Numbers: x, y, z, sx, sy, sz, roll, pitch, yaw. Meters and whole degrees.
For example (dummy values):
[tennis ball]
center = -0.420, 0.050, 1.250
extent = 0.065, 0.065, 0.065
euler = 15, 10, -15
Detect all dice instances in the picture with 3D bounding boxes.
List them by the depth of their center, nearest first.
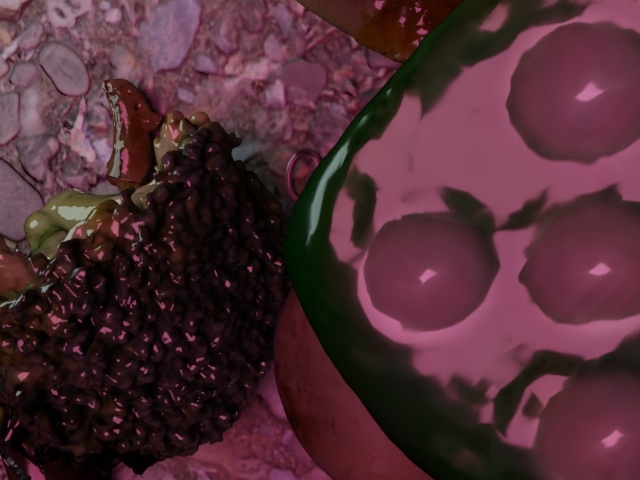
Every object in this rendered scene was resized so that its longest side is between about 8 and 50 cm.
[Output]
[dice]
center = 0.180, -0.004, 0.565
extent = 0.300, 0.297, 0.287
euler = 43, 110, 9

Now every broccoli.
[broccoli]
center = -0.197, 0.035, 0.846
extent = 0.281, 0.293, 0.347
euler = 26, 100, 47

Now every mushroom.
[mushroom]
center = 0.058, 0.112, 0.792
extent = 0.226, 0.178, 0.226
euler = 15, 109, 52

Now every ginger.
[ginger]
center = -0.200, -0.101, 0.955
extent = 0.057, 0.044, 0.137
euler = 5, 96, 42

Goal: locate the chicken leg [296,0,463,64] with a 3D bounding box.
[chicken leg]
center = 0.072, -0.205, 0.778
extent = 0.429, 0.153, 0.201
euler = 50, 125, 4

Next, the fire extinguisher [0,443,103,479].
[fire extinguisher]
center = -0.334, 0.143, 0.994
extent = 0.105, 0.141, 0.341
euler = -19, 88, -6

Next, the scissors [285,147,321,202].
[scissors]
center = 0.000, 0.000, 0.884
extent = 0.085, 0.022, 0.176
euler = 7, 95, 21
